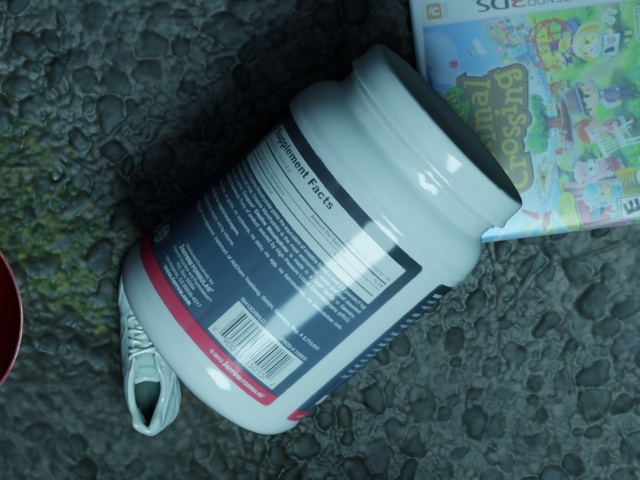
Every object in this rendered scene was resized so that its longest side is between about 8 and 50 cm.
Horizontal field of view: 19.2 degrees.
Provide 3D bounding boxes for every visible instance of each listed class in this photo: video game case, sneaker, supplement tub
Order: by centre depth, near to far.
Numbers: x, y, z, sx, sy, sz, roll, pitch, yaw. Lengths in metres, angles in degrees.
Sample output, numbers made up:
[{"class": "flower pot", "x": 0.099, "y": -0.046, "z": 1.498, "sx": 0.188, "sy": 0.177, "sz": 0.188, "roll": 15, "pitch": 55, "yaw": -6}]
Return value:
[{"class": "supplement tub", "x": 0.000, "y": 0.000, "z": 1.459, "sx": 0.272, "sy": 0.191, "sz": 0.191, "roll": -42, "pitch": 97, "yaw": 11}, {"class": "video game case", "x": 0.178, "y": -0.110, "z": 1.530, "sx": 0.193, "sy": 0.023, "sz": 0.212, "roll": -7, "pitch": 100, "yaw": 2}, {"class": "sneaker", "x": -0.138, "y": 0.087, "z": 1.550, "sx": 0.054, "sy": 0.061, "sz": 0.152, "roll": -4, "pitch": 99, "yaw": 3}]

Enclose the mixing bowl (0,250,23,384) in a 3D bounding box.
[{"class": "mixing bowl", "x": -0.323, "y": 0.050, "z": 1.525, "sx": 0.181, "sy": 0.098, "sz": 0.181, "roll": 0, "pitch": 100, "yaw": 0}]
